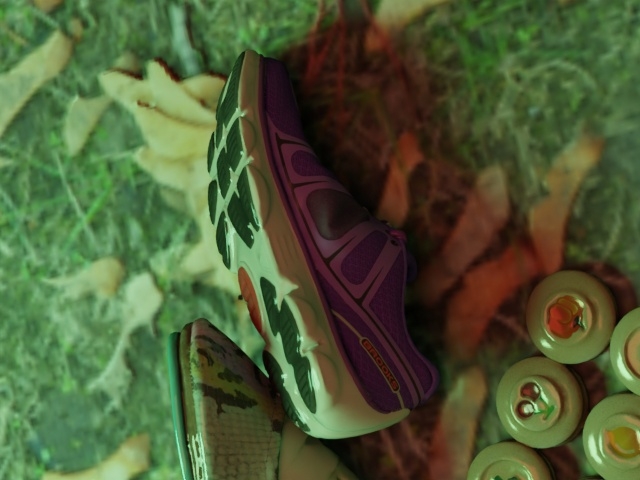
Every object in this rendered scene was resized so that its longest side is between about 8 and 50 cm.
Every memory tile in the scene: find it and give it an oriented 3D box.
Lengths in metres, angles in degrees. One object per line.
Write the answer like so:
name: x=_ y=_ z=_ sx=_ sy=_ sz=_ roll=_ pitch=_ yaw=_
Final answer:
memory tile: x=0.112 y=0.094 z=0.718 sx=0.113 sy=0.012 sz=0.148 roll=23 pitch=101 yaw=24

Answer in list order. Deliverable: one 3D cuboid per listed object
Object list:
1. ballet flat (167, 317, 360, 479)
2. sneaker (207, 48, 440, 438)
ballet flat: x=-0.016 y=0.139 z=0.758 sx=0.079 sy=0.077 sz=0.221 roll=-3 pitch=96 yaw=8
sneaker: x=0.000 y=0.000 z=0.751 sx=0.068 sy=0.071 sz=0.170 roll=121 pitch=134 yaw=-60
